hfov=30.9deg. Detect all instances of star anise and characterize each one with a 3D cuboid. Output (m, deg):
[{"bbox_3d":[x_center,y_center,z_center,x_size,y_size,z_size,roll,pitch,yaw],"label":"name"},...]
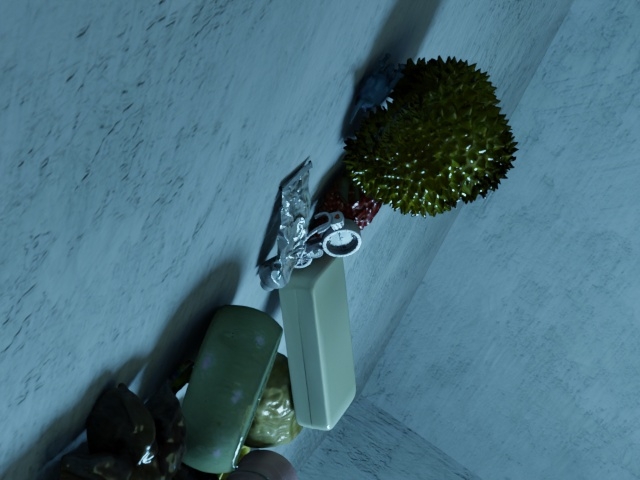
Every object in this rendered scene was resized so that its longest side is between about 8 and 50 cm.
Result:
[{"bbox_3d":[-0.229,0.329,1.507,0.315,0.108,0.315,11,77,-52],"label":"star anise"}]

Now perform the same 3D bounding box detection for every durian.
[{"bbox_3d":[0.166,-0.147,1.783,0.258,0.258,0.293,-52,-167,-20],"label":"durian"}]

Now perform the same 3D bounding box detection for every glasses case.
[{"bbox_3d":[-0.003,0.175,2.041,0.131,0.070,0.312,-48,138,-52],"label":"glasses case"}]

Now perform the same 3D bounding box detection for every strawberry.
[{"bbox_3d":[0.057,-0.055,1.950,0.167,0.087,0.208,-51,169,-29],"label":"strawberry"}]

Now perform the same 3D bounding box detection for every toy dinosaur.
[{"bbox_3d":[0.083,-0.224,1.680,0.080,0.045,0.197,-54,-178,36],"label":"toy dinosaur"}]

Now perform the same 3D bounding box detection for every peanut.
[{"bbox_3d":[-0.102,0.306,2.164,0.159,0.143,0.291,-57,167,-21],"label":"peanut"}]

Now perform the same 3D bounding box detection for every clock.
[{"bbox_3d":[0.000,0.000,1.871,0.129,0.041,0.087,-21,136,12],"label":"clock"}]

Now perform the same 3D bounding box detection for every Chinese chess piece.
[{"bbox_3d":[-0.136,0.219,1.711,0.250,0.101,0.250,18,90,-88],"label":"Chinese chess piece"}]

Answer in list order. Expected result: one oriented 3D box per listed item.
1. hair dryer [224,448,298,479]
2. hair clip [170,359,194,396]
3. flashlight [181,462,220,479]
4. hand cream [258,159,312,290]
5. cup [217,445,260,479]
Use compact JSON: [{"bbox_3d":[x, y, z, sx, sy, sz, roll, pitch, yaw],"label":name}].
[{"bbox_3d":[-0.142,0.588,2.154,0.210,0.125,0.352,-48,146,-62],"label":"hair dryer"},{"bbox_3d":[-0.233,0.251,1.724,0.188,0.033,0.060,-61,170,13],"label":"hair clip"},{"bbox_3d":[-0.256,0.426,2.009,0.103,0.103,0.424,-55,167,-7],"label":"flashlight"},{"bbox_3d":[-0.054,-0.006,1.733,0.084,0.050,0.257,-43,160,-41],"label":"hand cream"},{"bbox_3d":[-0.194,0.508,2.317,0.226,0.185,0.241,-32,138,-52],"label":"cup"}]
